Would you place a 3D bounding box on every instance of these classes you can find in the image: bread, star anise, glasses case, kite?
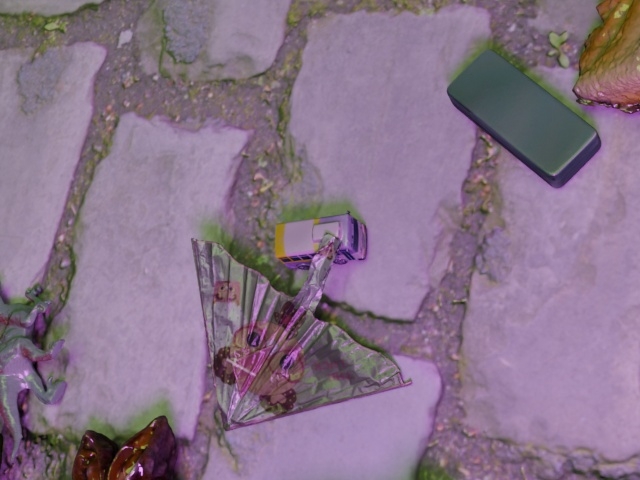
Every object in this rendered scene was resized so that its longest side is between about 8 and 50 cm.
[{"bbox_3d":[0.394,-0.218,1.129,0.252,0.133,0.174,20,80,28],"label":"bread"},{"bbox_3d":[-0.248,0.323,1.225,0.220,0.099,0.214,-27,48,17],"label":"star anise"},{"bbox_3d":[0.234,-0.143,1.223,0.078,0.039,0.184,-45,59,1],"label":"glasses case"},{"bbox_3d":[-0.049,0.111,1.232,0.323,0.013,0.267,34,98,17],"label":"kite"}]

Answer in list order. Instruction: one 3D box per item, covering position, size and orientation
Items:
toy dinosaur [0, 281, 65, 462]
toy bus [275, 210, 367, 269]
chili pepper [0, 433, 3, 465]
[{"bbox_3d":[-0.401,0.167,1.374,0.167,0.053,0.242,0,70,25],"label":"toy dinosaur"},{"bbox_3d":[0.000,0.000,1.259,0.102,0.058,0.052,-8,67,21],"label":"toy bus"},{"bbox_3d":[-0.436,0.354,1.293,0.085,0.076,0.359,-10,75,22],"label":"chili pepper"}]
